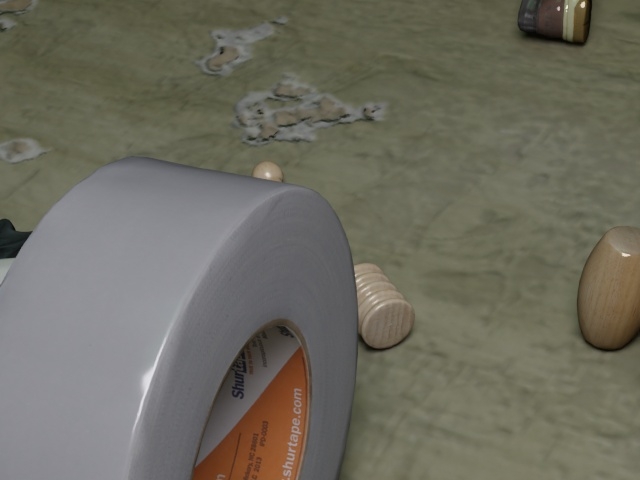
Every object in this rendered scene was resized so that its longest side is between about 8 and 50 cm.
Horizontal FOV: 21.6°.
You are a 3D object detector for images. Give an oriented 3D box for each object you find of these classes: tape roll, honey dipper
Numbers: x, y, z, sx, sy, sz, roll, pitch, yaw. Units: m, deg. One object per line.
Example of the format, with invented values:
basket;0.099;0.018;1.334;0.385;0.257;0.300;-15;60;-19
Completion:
tape roll;-0.058;0.080;0.655;0.072;0.219;0.219;12;43;21
honey dipper;0.000;0.000;0.891;0.030;0.030;0.161;-21;41;-17

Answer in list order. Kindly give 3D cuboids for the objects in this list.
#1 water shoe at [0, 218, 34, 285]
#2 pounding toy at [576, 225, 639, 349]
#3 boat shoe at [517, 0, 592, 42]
water shoe;-0.089;0.014;0.853;0.203;0.073;0.080;1;38;8
pounding toy;0.248;0.009;0.749;0.269;0.154;0.155;13;44;21
boat shoe;0.149;-0.183;1.067;0.049;0.056;0.152;5;41;5
